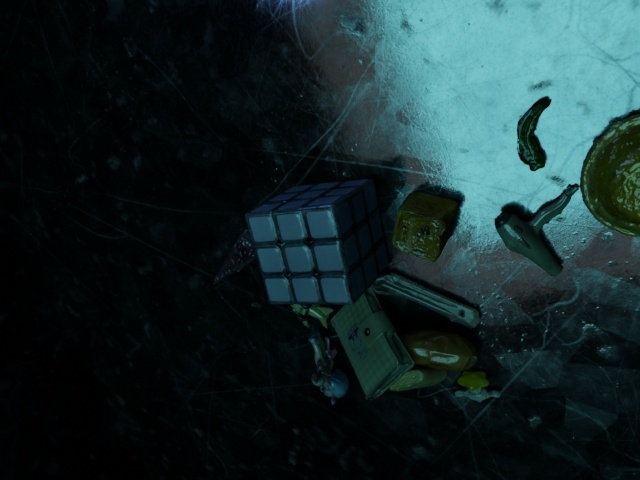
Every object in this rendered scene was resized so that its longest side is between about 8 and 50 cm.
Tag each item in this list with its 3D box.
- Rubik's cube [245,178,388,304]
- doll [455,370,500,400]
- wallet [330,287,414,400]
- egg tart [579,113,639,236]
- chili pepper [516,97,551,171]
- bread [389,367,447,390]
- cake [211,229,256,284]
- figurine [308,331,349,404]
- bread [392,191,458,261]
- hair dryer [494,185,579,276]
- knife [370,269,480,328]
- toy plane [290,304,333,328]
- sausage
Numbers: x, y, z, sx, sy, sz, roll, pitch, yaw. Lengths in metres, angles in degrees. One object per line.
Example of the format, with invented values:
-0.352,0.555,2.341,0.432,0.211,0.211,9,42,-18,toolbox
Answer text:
0.000,0.000,1.542,0.304,0.305,0.300,-3,110,28,Rubik's cube
0.504,0.477,1.628,0.135,0.071,0.113,14,125,18,doll
0.154,0.328,1.655,0.223,0.077,0.309,-56,44,33,wallet
0.765,-0.141,1.173,0.319,0.128,0.318,12,117,26,egg tart
0.536,-0.267,1.289,0.073,0.050,0.182,9,113,33,chili pepper
0.313,0.447,1.647,0.140,0.178,0.060,-24,67,35,bread
-0.294,0.057,1.845,0.295,0.116,0.112,-41,85,32,cake
0.025,0.458,1.824,0.103,0.205,0.260,-18,100,9,figurine
0.295,-0.047,1.461,0.158,0.143,0.149,25,127,17,bread
0.608,-0.010,1.362,0.225,0.088,0.219,-25,106,19,hair dryer
0.324,0.181,1.607,0.365,0.043,0.089,22,120,17,knife
-0.068,0.217,1.806,0.244,0.092,0.229,27,136,12,toy plane
0.370,0.344,1.601,0.241,0.136,0.120,3,106,23,sausage
